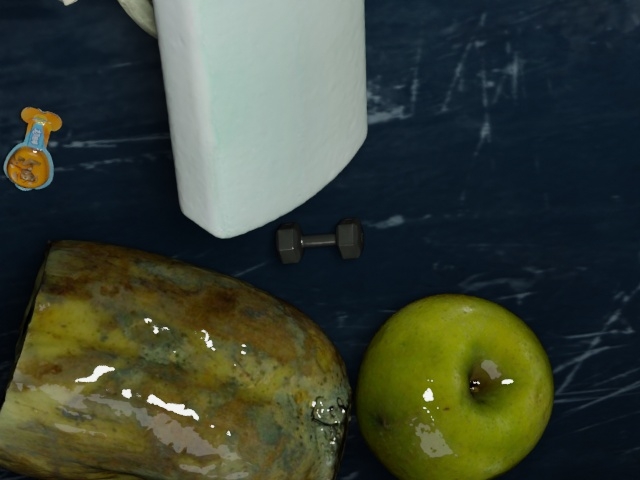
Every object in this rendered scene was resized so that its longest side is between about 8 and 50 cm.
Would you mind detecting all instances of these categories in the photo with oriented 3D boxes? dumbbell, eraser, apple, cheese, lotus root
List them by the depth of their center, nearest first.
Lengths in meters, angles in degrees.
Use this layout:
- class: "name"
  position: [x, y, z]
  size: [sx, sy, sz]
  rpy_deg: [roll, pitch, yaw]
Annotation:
- class: "eraser"
  position: [-0.043, -0.158, 1.523]
  size: [0.104, 0.189, 0.290]
  rpy_deg: [31, 145, 28]
- class: "cheese"
  position: [-0.267, -0.083, 1.750]
  size: [0.047, 0.017, 0.111]
  rpy_deg: [13, 136, -9]
- class: "dumbbell"
  position: [0.000, 0.000, 1.781]
  size: [0.083, 0.040, 0.036]
  rpy_deg: [-5, 168, 13]
- class: "lotus root"
  position: [-0.137, 0.146, 1.810]
  size: [0.346, 0.250, 0.250]
  rpy_deg: [17, 136, -2]
- class: "apple"
  position: [0.124, 0.147, 1.811]
  size: [0.196, 0.196, 0.157]
  rpy_deg: [24, 152, -16]

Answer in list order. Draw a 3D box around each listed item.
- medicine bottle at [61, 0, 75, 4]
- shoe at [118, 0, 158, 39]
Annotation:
- class: "medicine bottle"
  position: [-0.264, -0.279, 1.441]
  size: [0.201, 0.052, 0.171]
  rpy_deg: [29, 150, 38]
- class: "shoe"
  position: [-0.128, -0.253, 1.499]
  size: [0.112, 0.099, 0.227]
  rpy_deg: [-26, 126, 22]
